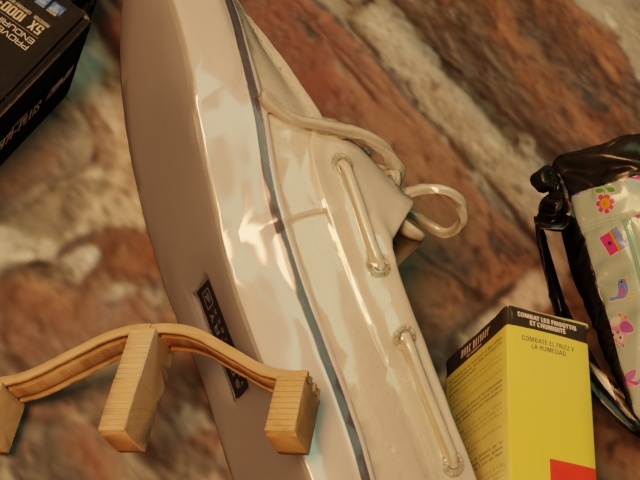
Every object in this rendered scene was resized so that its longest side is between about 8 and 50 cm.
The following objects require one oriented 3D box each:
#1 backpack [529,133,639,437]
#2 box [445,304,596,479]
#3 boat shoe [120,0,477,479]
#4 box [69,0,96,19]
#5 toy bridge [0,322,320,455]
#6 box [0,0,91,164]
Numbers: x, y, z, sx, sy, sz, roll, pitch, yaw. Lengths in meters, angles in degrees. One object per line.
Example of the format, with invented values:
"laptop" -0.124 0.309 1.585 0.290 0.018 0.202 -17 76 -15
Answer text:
"backpack" 0.212 0.032 0.768 0.152 0.115 0.182 9 63 -56
"box" 0.108 0.158 0.685 0.058 0.087 0.232 14 56 -16
"boat shoe" 0.004 -0.002 0.704 0.156 0.136 0.367 -11 69 -28
"box" -0.180 -0.158 0.759 0.083 0.062 0.052 34 55 -1
"toy bridge" -0.089 0.072 0.620 0.188 0.026 0.063 -3 53 22
"box" -0.244 -0.109 0.694 0.180 0.077 0.147 36 55 -1
